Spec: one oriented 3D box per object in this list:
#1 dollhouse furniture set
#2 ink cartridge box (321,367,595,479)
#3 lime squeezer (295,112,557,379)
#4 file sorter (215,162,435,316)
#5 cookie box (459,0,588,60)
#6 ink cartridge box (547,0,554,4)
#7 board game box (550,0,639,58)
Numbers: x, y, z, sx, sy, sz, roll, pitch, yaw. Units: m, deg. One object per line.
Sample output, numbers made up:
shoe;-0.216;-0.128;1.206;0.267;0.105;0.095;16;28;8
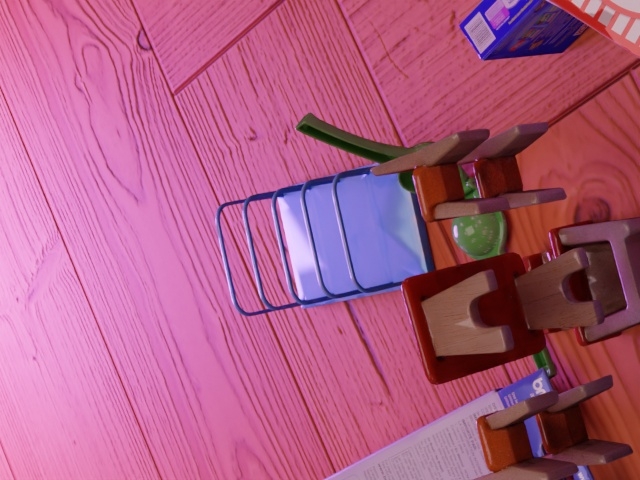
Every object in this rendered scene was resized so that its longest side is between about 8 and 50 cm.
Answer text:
dollhouse furniture set;0.155;0.050;1.478;0.135;0.259;0.262;-18;85;42
ink cartridge box;0.123;0.253;1.662;0.311;0.065;0.186;-33;73;34
lime squeezer;0.114;-0.021;1.624;0.059;0.110;0.310;-39;101;24
file sorter;0.000;0.000;1.729;0.170;0.104;0.118;-13;88;45
cookie box;0.180;-0.188;1.514;0.092;0.107;0.040;-45;66;39
ink cartridge box;0.268;-0.207;1.360;0.273;0.198;0.115;35;119;34
board game box;0.228;-0.216;1.202;0.146;0.045;0.193;34;119;14
